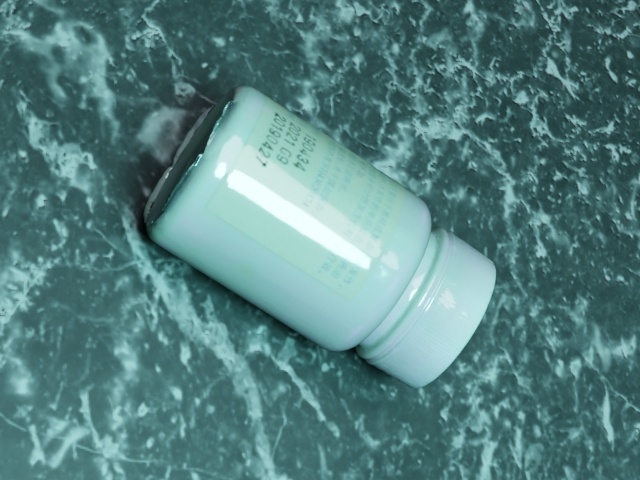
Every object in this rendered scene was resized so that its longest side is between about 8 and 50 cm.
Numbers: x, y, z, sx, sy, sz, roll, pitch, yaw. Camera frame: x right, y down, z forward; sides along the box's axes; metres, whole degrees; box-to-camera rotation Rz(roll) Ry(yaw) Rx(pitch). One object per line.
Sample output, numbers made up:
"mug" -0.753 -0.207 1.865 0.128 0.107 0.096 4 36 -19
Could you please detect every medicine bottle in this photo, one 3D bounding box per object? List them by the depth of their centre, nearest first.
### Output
"medicine bottle" 0.000 0.000 1.615 0.378 0.213 0.214 33 57 -12
